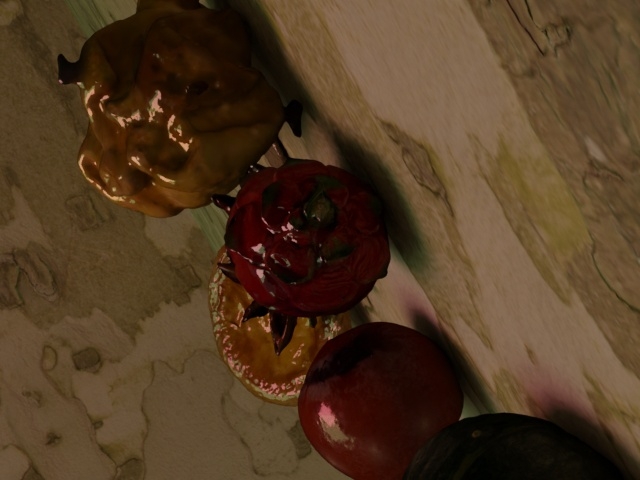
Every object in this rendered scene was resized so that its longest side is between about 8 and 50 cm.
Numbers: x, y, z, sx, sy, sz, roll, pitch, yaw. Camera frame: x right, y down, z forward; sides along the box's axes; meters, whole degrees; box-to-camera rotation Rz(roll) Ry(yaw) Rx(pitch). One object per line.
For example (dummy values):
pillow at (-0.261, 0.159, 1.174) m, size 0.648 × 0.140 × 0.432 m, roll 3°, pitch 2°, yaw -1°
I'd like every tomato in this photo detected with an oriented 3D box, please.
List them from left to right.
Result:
tomato at (0.072, 0.202, 1.332) m, size 0.184 × 0.208 × 0.208 m, roll 41°, pitch 173°, yaw -12°

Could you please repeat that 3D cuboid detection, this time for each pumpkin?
pumpkin at (0.212, 0.308, 1.022) m, size 0.300 × 0.207 × 0.300 m, roll 50°, pitch 153°, yaw 37°

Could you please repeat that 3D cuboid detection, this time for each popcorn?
popcorn at (-0.197, -0.185, 1.332) m, size 0.316 × 0.281 × 0.297 m, roll -18°, pitch 64°, yaw 60°

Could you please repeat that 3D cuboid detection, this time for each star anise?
star anise at (-0.054, 0.053, 1.617) m, size 0.196 × 0.212 × 0.111 m, roll 31°, pitch -170°, yaw 19°

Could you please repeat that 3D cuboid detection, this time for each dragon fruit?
dragon fruit at (-0.018, -0.002, 1.226) m, size 0.274 × 0.192 × 0.193 m, roll 149°, pitch 106°, yaw -80°

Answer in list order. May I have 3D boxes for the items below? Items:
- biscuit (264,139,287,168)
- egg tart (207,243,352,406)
biscuit at (-0.076, -0.140, 1.583) m, size 0.120 × 0.015 × 0.120 m, roll 56°, pitch 170°, yaw 15°
egg tart at (-0.053, 0.119, 1.767) m, size 0.319 × 0.128 × 0.319 m, roll 7°, pitch 102°, yaw 36°
